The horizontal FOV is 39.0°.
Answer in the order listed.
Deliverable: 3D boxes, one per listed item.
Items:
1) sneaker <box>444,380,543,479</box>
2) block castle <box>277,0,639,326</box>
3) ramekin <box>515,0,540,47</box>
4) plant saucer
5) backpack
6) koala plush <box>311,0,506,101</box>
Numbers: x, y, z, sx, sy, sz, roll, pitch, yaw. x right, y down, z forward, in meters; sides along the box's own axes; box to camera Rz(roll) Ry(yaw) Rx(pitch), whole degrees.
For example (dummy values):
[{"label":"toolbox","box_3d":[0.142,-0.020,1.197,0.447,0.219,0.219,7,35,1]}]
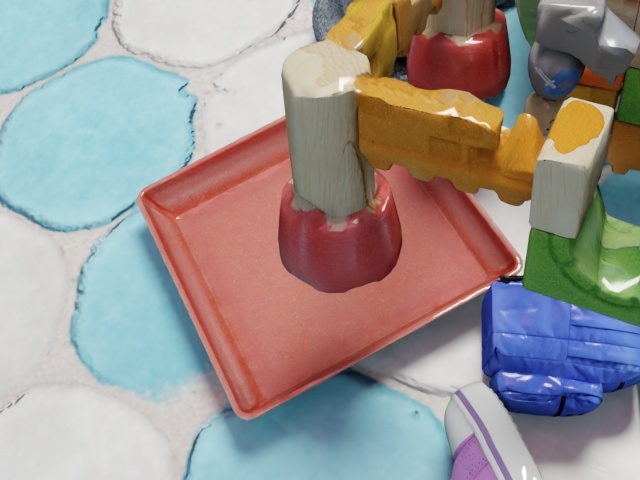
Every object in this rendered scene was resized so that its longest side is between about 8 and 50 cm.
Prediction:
[{"label":"sneaker","box_3d":[0.089,0.236,0.595,0.161,0.102,0.282,-17,57,6]},{"label":"block castle","box_3d":[0.223,-0.048,0.583,0.453,0.213,0.303,18,52,21]},{"label":"ramekin","box_3d":[0.260,-0.294,0.771,0.148,0.303,0.303,4,60,24]},{"label":"plant saucer","box_3d":[0.000,0.000,0.792,0.258,0.047,0.259,-28,58,-5]},{"label":"backpack","box_3d":[0.183,0.080,0.673,0.120,0.098,0.101,1,80,4]},{"label":"koala plush","box_3d":[0.073,-0.263,0.833,0.203,0.221,0.196,5,61,16]}]
